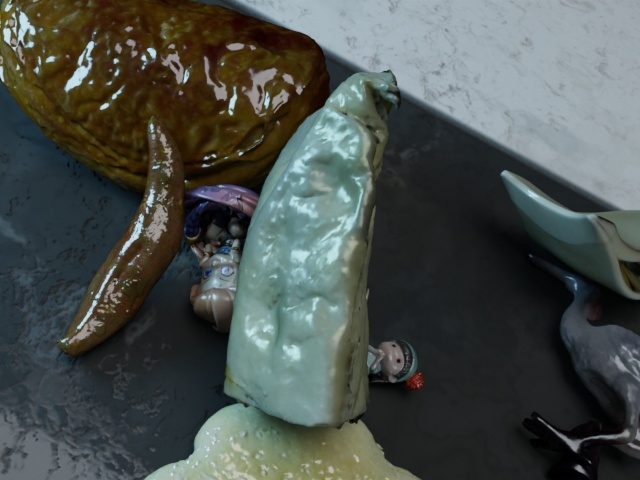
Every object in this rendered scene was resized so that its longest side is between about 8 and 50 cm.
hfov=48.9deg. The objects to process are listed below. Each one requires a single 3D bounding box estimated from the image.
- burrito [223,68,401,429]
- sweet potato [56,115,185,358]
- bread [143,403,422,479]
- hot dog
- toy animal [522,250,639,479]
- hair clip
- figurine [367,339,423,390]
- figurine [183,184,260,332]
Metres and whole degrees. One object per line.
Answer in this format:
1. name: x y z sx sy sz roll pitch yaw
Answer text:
1. burrito: -0.001 0.000 0.669 0.135 0.190 0.332 7 80 9
2. sweet potato: -0.184 0.003 0.714 0.078 0.058 0.255 25 78 -23
3. bread: -0.021 0.282 0.620 0.316 0.054 0.316 11 54 -15
4. hot dog: -0.185 -0.192 0.830 0.387 0.174 0.267 19 47 3
5. toy animal: 0.344 0.147 0.847 0.195 0.090 0.324 16 49 1
6. hair clip: 0.370 0.006 0.922 0.282 0.113 0.172 8 19 -30
7. figurine: 0.058 0.137 0.763 0.106 0.047 0.060 1 45 -19
8. figurine: -0.091 0.019 0.760 0.126 0.114 0.157 -8 83 15
